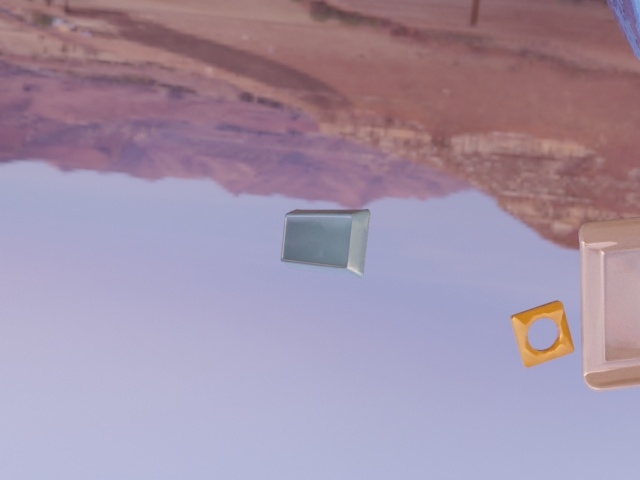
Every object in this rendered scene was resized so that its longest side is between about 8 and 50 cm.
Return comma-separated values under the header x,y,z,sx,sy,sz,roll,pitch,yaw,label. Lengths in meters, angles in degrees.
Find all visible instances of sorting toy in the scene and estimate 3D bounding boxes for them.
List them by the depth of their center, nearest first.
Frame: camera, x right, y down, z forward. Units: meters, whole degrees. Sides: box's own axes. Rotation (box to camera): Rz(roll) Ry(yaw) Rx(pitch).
x,y,z,sx,sy,sz,roll,pitch,yaw,label
0.381,0.067,1.275,0.347,0.196,0.047,-6,-172,-9,sorting toy

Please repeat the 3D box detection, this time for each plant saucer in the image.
x,y,z,sx,sy,sz,roll,pitch,yaw,label
0.000,0.000,1.132,0.018,0.067,0.192,7,179,-22,plant saucer

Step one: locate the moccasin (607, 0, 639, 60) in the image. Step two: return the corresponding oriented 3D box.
x,y,z,sx,sy,sz,roll,pitch,yaw,label
0.181,-0.214,0.558,0.117,0.138,0.342,-27,152,12,moccasin
